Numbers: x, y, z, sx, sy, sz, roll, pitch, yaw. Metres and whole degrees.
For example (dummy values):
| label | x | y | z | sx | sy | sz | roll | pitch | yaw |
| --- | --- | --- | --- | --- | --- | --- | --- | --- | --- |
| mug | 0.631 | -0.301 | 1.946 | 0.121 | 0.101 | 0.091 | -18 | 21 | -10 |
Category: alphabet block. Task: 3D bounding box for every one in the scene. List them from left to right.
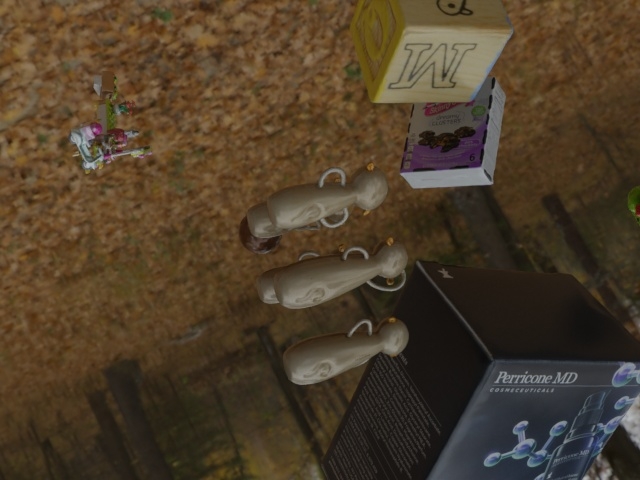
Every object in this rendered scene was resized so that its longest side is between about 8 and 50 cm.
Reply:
| label | x | y | z | sx | sy | sz | roll | pitch | yaw |
| --- | --- | --- | --- | --- | --- | --- | --- | --- | --- |
| alphabet block | 0.182 | -0.364 | 1.401 | 0.197 | 0.192 | 0.193 | -4 | 149 | -18 |

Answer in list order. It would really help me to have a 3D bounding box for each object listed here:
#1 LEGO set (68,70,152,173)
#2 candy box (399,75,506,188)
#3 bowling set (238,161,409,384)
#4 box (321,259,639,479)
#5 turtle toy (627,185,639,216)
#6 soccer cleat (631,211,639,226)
| label | x | y | z | sx | sy | sz | roll | pitch | yaw |
| --- | --- | --- | --- | --- | --- | --- | --- | --- | --- |
| LEGO set | -0.368 | -0.209 | 1.485 | 0.107 | 0.132 | 0.287 | -9 | -147 | 3 |
| candy box | 0.250 | -0.202 | 1.530 | 0.164 | 0.196 | 0.070 | -2 | 155 | 32 |
| bowling set | 0.000 | 0.000 | 0.932 | 0.154 | 0.200 | 0.287 | -15 | 131 | -16 |
| box | 0.223 | 0.253 | 1.156 | 0.293 | 0.212 | 0.396 | 5 | 121 | -28 |
| turtle toy | 0.513 | -0.055 | 1.228 | 0.095 | 0.066 | 0.130 | -54 | -174 | -2 |
| soccer cleat | 0.592 | -0.050 | 1.311 | 0.178 | 0.072 | 0.060 | -8 | 160 | -4 |
